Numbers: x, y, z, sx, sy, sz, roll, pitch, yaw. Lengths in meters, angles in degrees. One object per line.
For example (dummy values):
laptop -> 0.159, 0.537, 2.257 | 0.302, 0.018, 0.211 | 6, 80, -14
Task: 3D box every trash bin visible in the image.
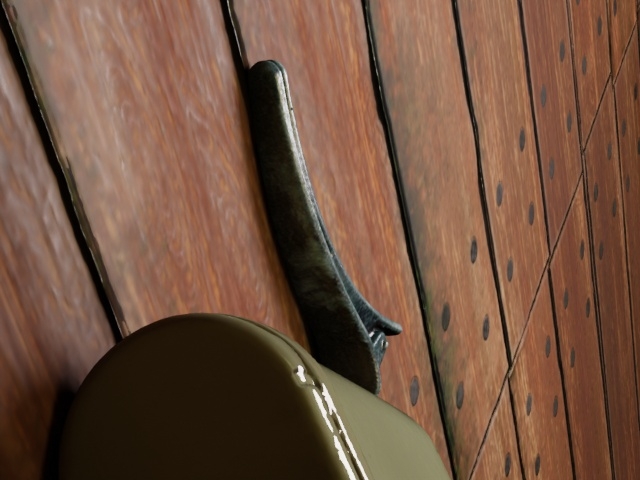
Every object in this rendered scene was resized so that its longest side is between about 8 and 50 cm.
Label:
trash bin -> 0.010, 0.165, 0.636 | 0.243, 0.121, 0.247 | 65, 12, 21

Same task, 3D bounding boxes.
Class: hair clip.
hair clip -> 0.000, 0.000, 0.775 | 0.229, 0.039, 0.070 | 71, 33, -41
